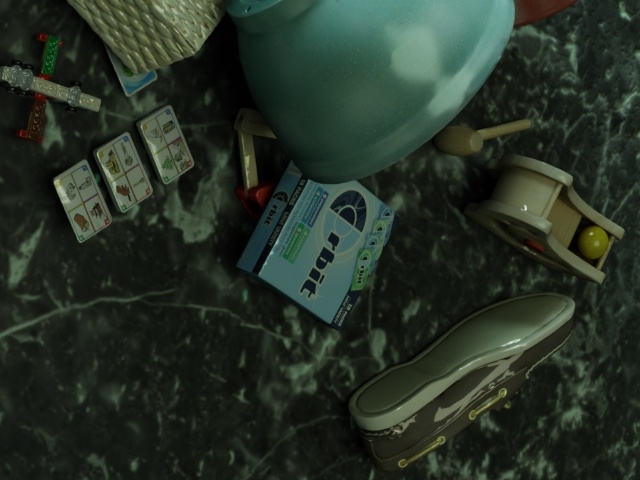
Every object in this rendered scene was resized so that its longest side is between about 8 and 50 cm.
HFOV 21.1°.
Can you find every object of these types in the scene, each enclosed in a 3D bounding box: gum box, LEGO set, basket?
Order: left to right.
[{"bbox_3d":[-0.252,-0.146,1.839,0.182,0.060,0.244,-38,117,-36],"label":"LEGO set"},{"bbox_3d":[-0.187,-0.267,1.791,0.167,0.113,0.103,47,47,-29],"label":"basket"},{"bbox_3d":[0.000,0.000,1.975,0.184,0.041,0.157,36,79,-50],"label":"gum box"}]

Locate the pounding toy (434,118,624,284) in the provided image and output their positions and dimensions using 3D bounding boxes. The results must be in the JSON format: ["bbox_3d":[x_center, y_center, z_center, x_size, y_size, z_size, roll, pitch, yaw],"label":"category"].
[{"bbox_3d":[0.278,-0.069,2.113,0.269,0.154,0.155,31,80,-33],"label":"pounding toy"}]

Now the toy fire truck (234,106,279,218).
[{"bbox_3d":[-0.051,-0.133,1.955,0.135,0.047,0.192,-29,112,-27],"label":"toy fire truck"}]

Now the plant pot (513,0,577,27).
[{"bbox_3d":[0.196,-0.401,1.965,0.272,0.272,0.265,-38,123,-23],"label":"plant pot"}]

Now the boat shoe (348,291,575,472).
[{"bbox_3d":[0.185,0.171,2.114,0.324,0.116,0.097,-29,116,-22],"label":"boat shoe"}]

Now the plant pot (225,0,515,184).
[{"bbox_3d":[0.027,-0.231,1.788,0.196,0.293,0.293,45,73,-28],"label":"plant pot"}]
